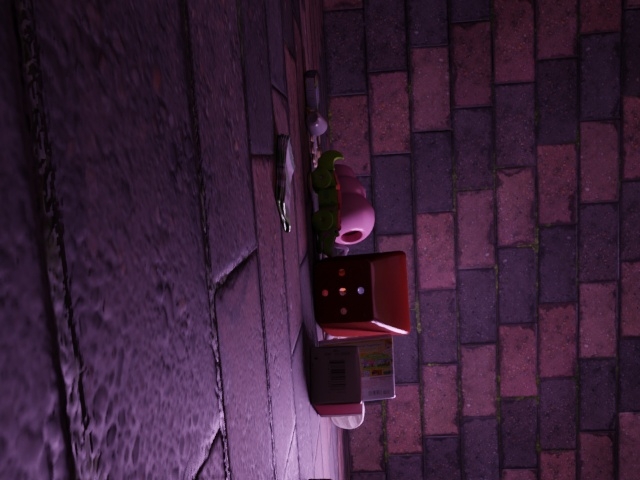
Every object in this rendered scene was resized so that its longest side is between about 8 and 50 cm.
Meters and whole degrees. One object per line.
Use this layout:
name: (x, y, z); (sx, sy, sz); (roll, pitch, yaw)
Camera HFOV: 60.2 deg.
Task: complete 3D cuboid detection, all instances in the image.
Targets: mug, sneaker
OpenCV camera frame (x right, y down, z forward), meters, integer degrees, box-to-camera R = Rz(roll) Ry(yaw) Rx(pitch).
mug: (-0.023, -0.358, 1.654); (0.062, 0.078, 0.064); (-60, 163, -4)
sneaker: (0.093, 0.525, 1.995); (0.148, 0.131, 0.350); (-79, 166, -57)

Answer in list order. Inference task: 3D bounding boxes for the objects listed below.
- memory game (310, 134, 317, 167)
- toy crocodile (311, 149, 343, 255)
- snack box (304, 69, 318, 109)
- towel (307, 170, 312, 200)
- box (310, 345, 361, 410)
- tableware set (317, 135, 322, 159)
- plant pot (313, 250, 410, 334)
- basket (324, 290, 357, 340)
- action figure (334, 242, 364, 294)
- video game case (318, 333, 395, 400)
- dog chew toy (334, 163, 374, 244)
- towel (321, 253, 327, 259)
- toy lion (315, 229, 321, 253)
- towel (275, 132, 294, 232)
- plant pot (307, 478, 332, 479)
memory game: (-0.023, -0.339, 1.871); (0.186, 0.012, 0.186); (-3, 90, -86)
toy crocodile: (0.027, -0.117, 1.730); (0.115, 0.105, 0.340); (70, 18, -77)
snack box: (-0.026, -0.474, 1.736); (0.141, 0.037, 0.100); (-85, 173, -64)
towel: (-0.031, -0.159, 1.624); (0.083, 0.009, 0.060); (81, 6, -64)
box: (0.047, 0.380, 1.473); (0.232, 0.127, 0.148); (78, 10, -65)
tableware set: (-0.007, -0.325, 2.048); (0.168, 0.020, 0.141); (82, 7, -53)
plant pot: (0.111, 0.162, 1.699); (0.236, 0.267, 0.267); (17, 69, -66)
basket: (0.081, 0.269, 1.925); (0.113, 0.103, 0.167); (111, -12, -70)
action figure: (0.107, 0.215, 2.225); (0.330, 0.179, 0.341); (63, 20, -56)
video game case: (0.113, 0.396, 1.695); (0.026, 0.227, 0.206); (-113, -161, -78)
dog chew toy: (0.090, -0.154, 2.132); (0.206, 0.207, 0.331); (80, -1, -61)
towel: (0.012, 0.153, 1.910); (0.144, 0.029, 0.197); (-84, 170, -52)
toy lion: (0.000, 0.000, 1.832); (0.100, 0.034, 0.096); (-76, 170, -76)
towel: (-0.062, -0.106, 1.016); (0.113, 0.023, 0.152); (79, 9, -60)
plant pot: (0.086, 0.619, 1.112); (0.263, 0.229, 0.263); (-3, 90, -85)
